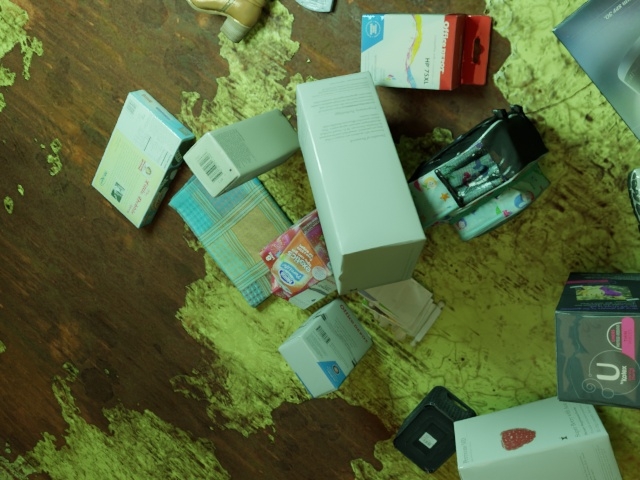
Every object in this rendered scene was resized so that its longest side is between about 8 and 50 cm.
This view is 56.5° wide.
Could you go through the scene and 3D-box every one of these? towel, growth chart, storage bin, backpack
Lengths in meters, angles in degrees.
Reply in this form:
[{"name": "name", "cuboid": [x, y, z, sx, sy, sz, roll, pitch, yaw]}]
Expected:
[{"name": "towel", "cuboid": [-0.204, -0.030, 1.510, 0.271, 0.040, 0.370, -38, 90, 35]}, {"name": "growth chart", "cuboid": [0.169, 0.130, 1.388, 0.237, 0.021, 0.172, 42, 124, 7]}, {"name": "storage bin", "cuboid": [0.273, 0.454, 1.429, 0.122, 0.084, 0.180, 37, 122, 10]}, {"name": "backpack", "cuboid": [0.284, -0.109, 1.109, 0.253, 0.225, 0.191, -27, 91, 38]}]

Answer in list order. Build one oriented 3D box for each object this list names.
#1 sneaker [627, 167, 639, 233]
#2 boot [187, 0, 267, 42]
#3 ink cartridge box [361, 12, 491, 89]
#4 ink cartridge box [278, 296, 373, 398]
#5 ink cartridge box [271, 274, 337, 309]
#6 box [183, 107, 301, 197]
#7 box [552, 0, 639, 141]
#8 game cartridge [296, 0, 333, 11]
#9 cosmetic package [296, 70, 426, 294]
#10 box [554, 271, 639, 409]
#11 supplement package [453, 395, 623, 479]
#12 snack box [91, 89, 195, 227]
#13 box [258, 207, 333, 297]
[{"name": "sneaker", "cuboid": [0.630, -0.007, 1.041, 0.118, 0.107, 0.279, -16, 105, 23]}, {"name": "boot", "cuboid": [-0.201, -0.546, 1.279, 0.197, 0.073, 0.152, 41, 125, -7]}, {"name": "ink cartridge box", "cuboid": [0.197, -0.362, 1.136, 0.231, 0.078, 0.134, 10, 114, 24]}, {"name": "ink cartridge box", "cuboid": [0.017, 0.249, 1.410, 0.086, 0.203, 0.148, -35, 91, 36]}, {"name": "ink cartridge box", "cuboid": [-0.029, 0.090, 1.424, 0.109, 0.063, 0.150, 31, 130, -30]}, {"name": "box", "cuboid": [-0.155, -0.193, 1.274, 0.094, 0.275, 0.113, -35, 91, 34]}, {"name": "box", "cuboid": [0.572, -0.312, 0.897, 0.296, 0.183, 0.294, -39, 91, 34]}, {"name": "game cartridge", "cuboid": [-0.010, -0.503, 1.226, 0.083, 0.017, 0.056, 25, 116, 17]}, {"name": "cosmetic package", "cuboid": [0.063, -0.107, 1.126, 0.155, 0.197, 0.366, -13, 67, -7]}, {"name": "box", "cuboid": [0.509, 0.164, 1.061, 0.143, 0.270, 0.165, -1, 101, 29]}, {"name": "supplement package", "cuboid": [0.447, 0.459, 1.236, 0.292, 0.177, 0.175, -20, 101, 14]}, {"name": "snack box", "cuboid": [-0.473, -0.207, 1.566, 0.187, 0.060, 0.322, 42, 123, 7]}, {"name": "box", "cuboid": [0.000, 0.000, 1.282, 0.128, 0.257, 0.123, -32, 95, 34]}]
